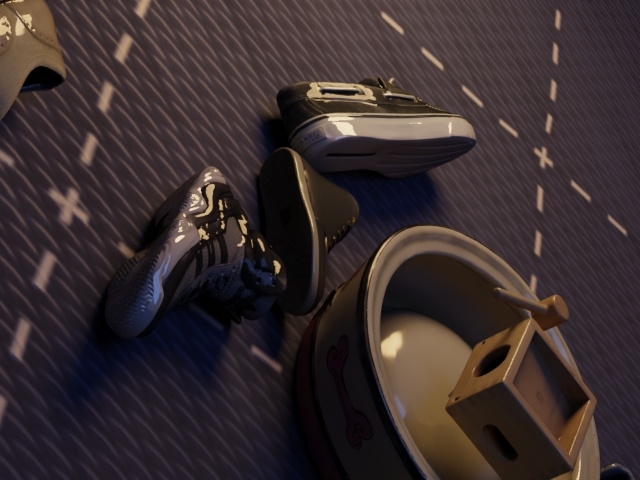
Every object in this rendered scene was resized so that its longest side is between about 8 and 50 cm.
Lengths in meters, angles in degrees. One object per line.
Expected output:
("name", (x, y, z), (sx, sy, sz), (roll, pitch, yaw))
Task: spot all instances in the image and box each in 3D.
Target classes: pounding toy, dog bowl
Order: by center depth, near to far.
("pounding toy", (0.212, 0.140, 1.820), (0.181, 0.094, 0.206), (51, 35, -12))
("dog bowl", (0.140, 0.193, 1.905), (0.408, 0.150, 0.408), (31, 43, -34))

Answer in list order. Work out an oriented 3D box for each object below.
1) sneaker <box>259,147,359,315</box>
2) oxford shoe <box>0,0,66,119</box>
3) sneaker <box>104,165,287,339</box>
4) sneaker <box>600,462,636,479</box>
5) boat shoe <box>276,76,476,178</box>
("sneaker", (0.000, 0.000, 1.933), (0.118, 0.083, 0.222), (26, 46, -38))
("oxford shoe", (-0.365, -0.151, 1.558), (0.146, 0.140, 0.397), (61, 37, -9))
("sneaker", (-0.120, 0.042, 1.737), (0.153, 0.101, 0.268), (45, 35, -15))
("sneaker", (0.292, 0.355, 1.957), (0.104, 0.125, 0.262), (38, 51, 2))
("boat shoe", (0.079, -0.157, 2.110), (0.335, 0.121, 0.119), (1, 62, -52))
